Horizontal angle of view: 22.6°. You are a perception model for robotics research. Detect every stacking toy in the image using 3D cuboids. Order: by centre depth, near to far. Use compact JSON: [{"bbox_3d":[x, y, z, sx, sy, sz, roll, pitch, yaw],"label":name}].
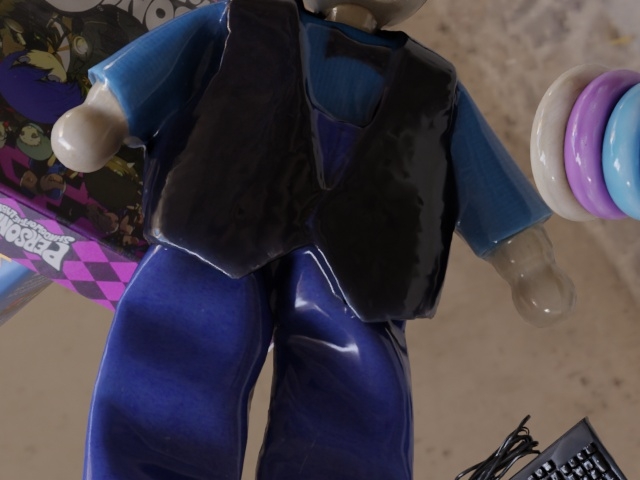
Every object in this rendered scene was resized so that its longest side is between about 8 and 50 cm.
[{"bbox_3d":[0.339,-0.067,1.319,0.330,0.141,0.141,10,115,45],"label":"stacking toy"}]

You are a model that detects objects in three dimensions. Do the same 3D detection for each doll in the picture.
[{"bbox_3d":[0.000,0.000,0.365,0.046,0.129,0.189,125,157,-62],"label":"doll"}]

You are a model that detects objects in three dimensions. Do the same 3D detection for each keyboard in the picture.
[{"bbox_3d":[0.125,0.200,1.141,0.192,0.038,0.100,-44,58,20],"label":"keyboard"}]

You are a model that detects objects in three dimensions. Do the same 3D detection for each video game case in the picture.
[{"bbox_3d":[-0.104,-0.074,0.712,0.042,0.232,0.210,-49,18,42],"label":"video game case"}]

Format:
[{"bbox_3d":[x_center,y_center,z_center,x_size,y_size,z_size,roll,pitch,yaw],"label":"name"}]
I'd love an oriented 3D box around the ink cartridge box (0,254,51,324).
[{"bbox_3d":[-0.255,-0.091,1.096,0.395,0.151,0.270,-38,91,25],"label":"ink cartridge box"}]
